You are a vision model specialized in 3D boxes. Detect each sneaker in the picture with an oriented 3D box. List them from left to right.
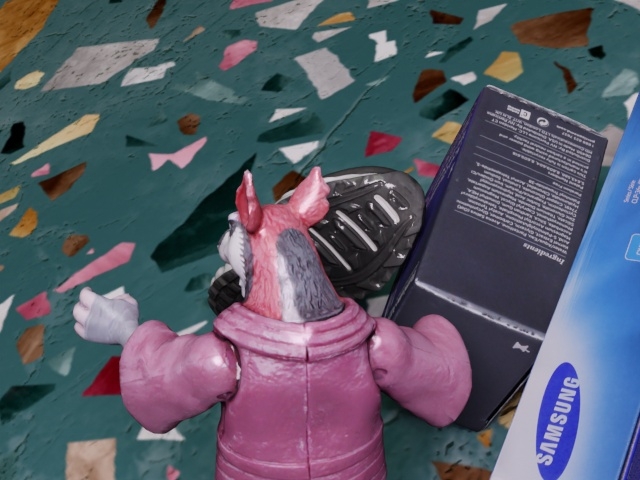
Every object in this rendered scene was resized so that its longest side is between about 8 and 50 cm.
[{"bbox_3d":[0.000,0.000,0.920,0.108,0.100,0.271,-47,7,-35],"label":"sneaker"}]

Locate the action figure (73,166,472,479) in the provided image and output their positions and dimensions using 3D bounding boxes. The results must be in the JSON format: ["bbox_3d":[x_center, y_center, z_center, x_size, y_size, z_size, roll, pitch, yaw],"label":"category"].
[{"bbox_3d":[-0.024,0.140,0.667,0.248,0.370,0.276,-6,21,-3],"label":"action figure"}]

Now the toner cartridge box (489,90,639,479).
[{"bbox_3d":[0.215,0.071,0.779,0.075,0.165,0.348,10,52,27],"label":"toner cartridge box"}]

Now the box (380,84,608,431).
[{"bbox_3d":[0.125,0.014,0.865,0.108,0.153,0.207,24,53,0],"label":"box"}]
